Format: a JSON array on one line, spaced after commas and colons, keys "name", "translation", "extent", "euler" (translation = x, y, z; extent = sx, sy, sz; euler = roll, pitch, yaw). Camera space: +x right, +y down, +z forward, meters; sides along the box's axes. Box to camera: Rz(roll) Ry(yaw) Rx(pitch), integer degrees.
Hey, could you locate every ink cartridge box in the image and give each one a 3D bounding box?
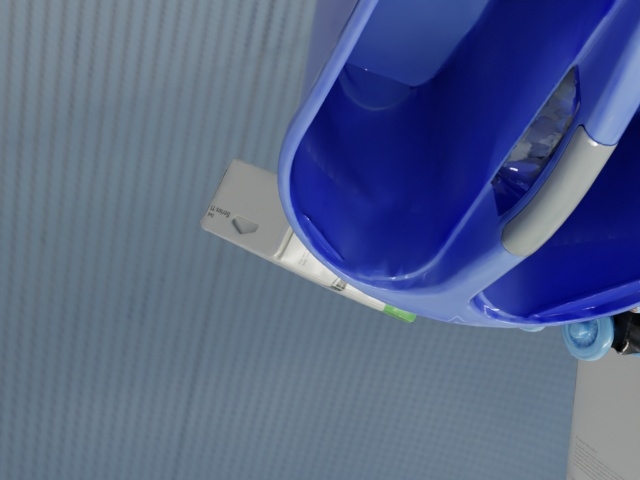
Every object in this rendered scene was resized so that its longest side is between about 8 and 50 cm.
[{"name": "ink cartridge box", "translation": [0.000, 0.000, 1.854], "extent": [0.208, 0.153, 0.087], "euler": [26, 88, -41]}]

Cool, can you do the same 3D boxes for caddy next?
[{"name": "caddy", "translation": [0.118, -0.082, 0.874], "extent": [0.241, 0.179, 0.341], "euler": [16, 141, -13]}]

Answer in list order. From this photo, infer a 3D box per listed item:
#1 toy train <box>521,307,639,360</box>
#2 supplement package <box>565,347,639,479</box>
[{"name": "toy train", "translation": [0.165, 0.009, 1.152], "extent": [0.080, 0.184, 0.105], "euler": [-1, 111, -40]}, {"name": "supplement package", "translation": [0.315, 0.154, 1.383], "extent": [0.149, 0.194, 0.203], "euler": [-12, 118, -29]}]
